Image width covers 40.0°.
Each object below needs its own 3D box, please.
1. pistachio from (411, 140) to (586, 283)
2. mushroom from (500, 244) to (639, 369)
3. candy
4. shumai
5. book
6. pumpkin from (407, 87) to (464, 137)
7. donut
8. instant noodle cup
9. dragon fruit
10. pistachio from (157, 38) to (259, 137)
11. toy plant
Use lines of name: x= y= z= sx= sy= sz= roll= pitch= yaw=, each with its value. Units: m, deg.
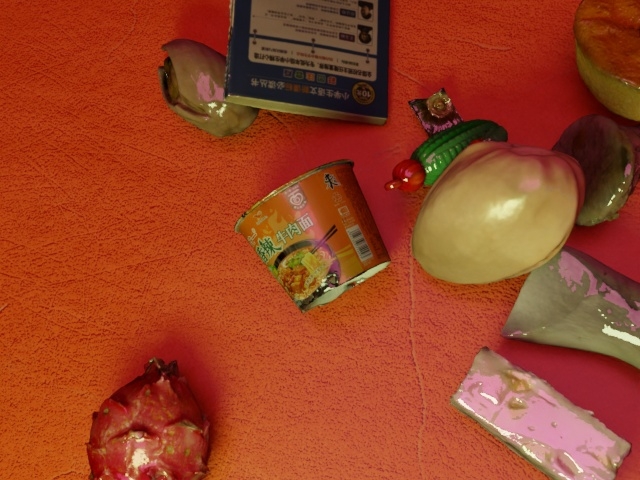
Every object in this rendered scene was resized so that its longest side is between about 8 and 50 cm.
pistachio: x=0.274 y=-0.038 z=1.383 sx=0.194 sy=0.318 sz=0.213 roll=-6 pitch=63 yaw=-38
mushroom: x=0.498 y=0.159 z=1.366 sx=0.397 sy=0.126 sz=0.177 roll=27 pitch=91 yaw=15
candy: x=0.333 y=0.280 z=1.343 sx=0.265 sy=0.155 sz=0.115 roll=35 pitch=86 yaw=17
shumai: x=0.468 y=-0.113 z=1.453 sx=0.120 sy=0.201 sz=0.201 roll=12 pitch=73 yaw=-29
book: x=-0.014 y=-0.430 z=1.597 sx=0.300 sy=0.039 sz=0.427 roll=7 pitch=74 yaw=-15
pumpkin: x=0.208 y=-0.218 z=1.565 sx=0.073 sy=0.035 sz=0.101 roll=-28 pitch=94 yaw=-3
donut: x=0.555 y=-0.306 z=1.447 sx=0.303 sy=0.110 sz=0.302 roll=-1 pitch=51 yaw=1
instant noodle cup: x=0.000 y=0.000 z=1.456 sx=0.230 sy=0.230 sz=0.182 roll=-31 pitch=82 yaw=1
dragon fruit: x=-0.273 y=0.315 z=1.424 sx=0.205 sy=0.210 sz=0.268 roll=7 pitch=67 yaw=1
pistachio: x=-0.211 y=-0.282 z=1.609 sx=0.238 sy=0.153 sz=0.137 roll=36 pitch=124 yaw=19
toy plant: x=0.205 y=-0.138 z=1.486 sx=0.240 sy=0.154 sz=0.088 roll=-25 pitch=98 yaw=-5
